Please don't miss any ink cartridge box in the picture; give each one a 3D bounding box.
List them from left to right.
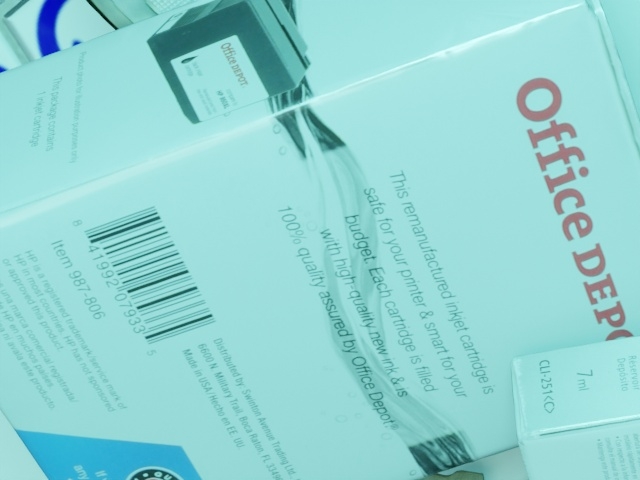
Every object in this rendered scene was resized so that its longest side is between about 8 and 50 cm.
[{"bbox_3d":[0.000,0.000,1.054,0.394,0.166,0.285,-19,127,9],"label":"ink cartridge box"},{"bbox_3d":[0.266,0.161,1.055,0.261,0.066,0.296,-9,137,11],"label":"ink cartridge box"}]

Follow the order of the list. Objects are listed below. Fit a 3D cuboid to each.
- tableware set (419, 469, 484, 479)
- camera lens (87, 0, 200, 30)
[{"bbox_3d":[0.126,0.114,1.211,0.194,0.039,0.128,7,116,28],"label":"tableware set"},{"bbox_3d":[-0.029,-0.248,1.097,0.274,0.219,0.219,-34,87,26],"label":"camera lens"}]
